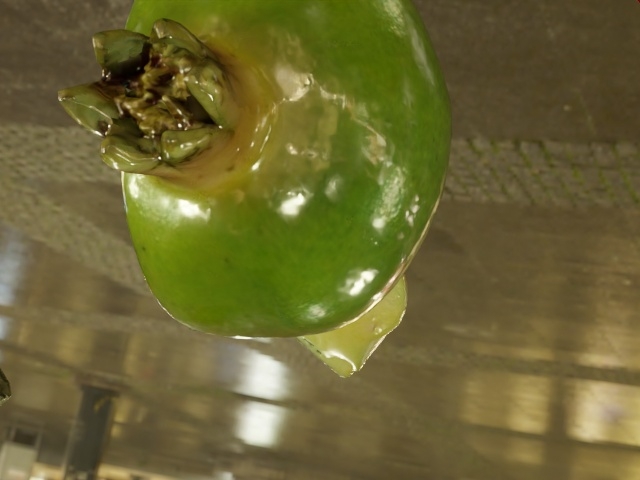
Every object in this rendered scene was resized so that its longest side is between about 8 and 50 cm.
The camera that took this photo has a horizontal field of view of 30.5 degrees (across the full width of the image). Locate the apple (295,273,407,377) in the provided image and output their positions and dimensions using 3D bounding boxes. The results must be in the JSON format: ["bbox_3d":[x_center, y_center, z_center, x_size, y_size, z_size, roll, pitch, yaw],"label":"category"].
[{"bbox_3d":[0.000,0.000,1.264,0.265,0.120,0.193,43,130,-9],"label":"apple"}]

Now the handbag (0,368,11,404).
[{"bbox_3d":[-0.468,0.119,1.156,0.315,0.253,0.109,53,-176,15],"label":"handbag"}]

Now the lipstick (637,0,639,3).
[{"bbox_3d":[0.244,-0.244,0.667,0.073,0.073,0.279,9,146,5],"label":"lipstick"}]

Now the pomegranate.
[{"bbox_3d":[-0.021,-0.081,0.852,0.216,0.309,0.358,1,177,17],"label":"pomegranate"}]
